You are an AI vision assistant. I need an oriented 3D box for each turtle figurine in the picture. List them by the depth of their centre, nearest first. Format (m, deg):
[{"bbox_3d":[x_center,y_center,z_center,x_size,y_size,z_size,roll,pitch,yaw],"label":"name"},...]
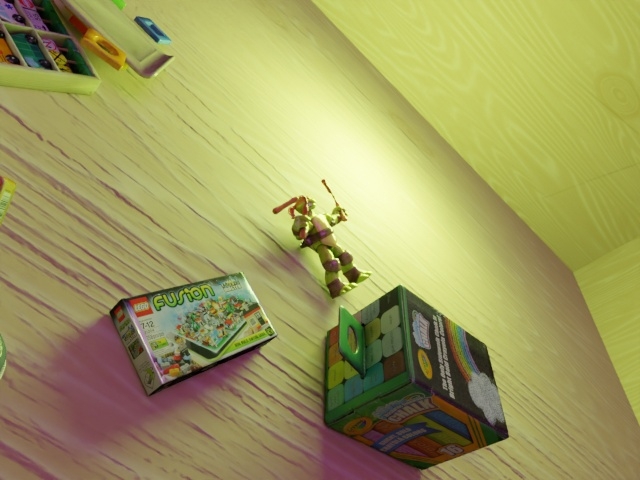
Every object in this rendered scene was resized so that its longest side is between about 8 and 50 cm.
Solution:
[{"bbox_3d":[0.000,0.000,0.909,0.217,0.087,0.269,61,23,2],"label":"turtle figurine"}]

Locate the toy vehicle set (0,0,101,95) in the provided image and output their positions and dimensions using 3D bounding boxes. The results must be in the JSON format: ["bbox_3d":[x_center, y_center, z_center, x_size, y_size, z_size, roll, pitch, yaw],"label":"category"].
[{"bbox_3d":[-0.465,-0.336,0.708,0.266,0.035,0.166,57,31,10],"label":"toy vehicle set"}]

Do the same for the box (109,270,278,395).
[{"bbox_3d":[-0.157,0.112,0.633,0.207,0.036,0.114,-11,66,-56],"label":"box"}]

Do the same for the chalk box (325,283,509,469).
[{"bbox_3d":[0.121,0.209,0.759,0.289,0.179,0.180,34,35,-24],"label":"chalk box"}]

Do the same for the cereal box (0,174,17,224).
[{"bbox_3d":[-0.375,-0.009,0.328,0.240,0.047,0.173,22,82,-20],"label":"cereal box"}]

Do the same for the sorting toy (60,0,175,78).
[{"bbox_3d":[-0.361,-0.359,0.832,0.196,0.047,0.347,39,20,-23],"label":"sorting toy"}]

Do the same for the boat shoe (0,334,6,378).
[{"bbox_3d":[-0.386,0.007,0.384,0.319,0.099,0.116,47,29,-8],"label":"boat shoe"}]
